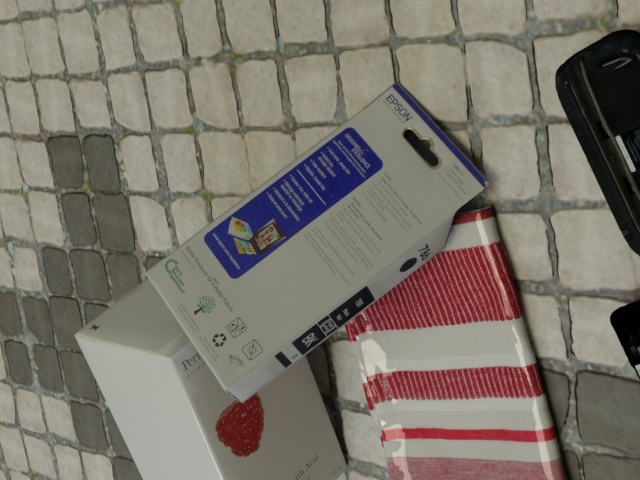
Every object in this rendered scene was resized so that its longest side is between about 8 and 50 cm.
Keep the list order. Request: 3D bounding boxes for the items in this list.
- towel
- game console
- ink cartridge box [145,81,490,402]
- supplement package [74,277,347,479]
[{"bbox_3d":[0.131,0.139,1.250,0.237,0.037,0.329,-11,98,45],"label":"towel"},{"bbox_3d":[0.321,-0.013,1.004,0.213,0.044,0.361,-27,87,44],"label":"game console"},{"bbox_3d":[0.000,0.000,1.191,0.165,0.333,0.065,53,179,27],"label":"ink cartridge box"},{"bbox_3d":[-0.122,0.191,1.362,0.175,0.177,0.293,8,127,43],"label":"supplement package"}]
